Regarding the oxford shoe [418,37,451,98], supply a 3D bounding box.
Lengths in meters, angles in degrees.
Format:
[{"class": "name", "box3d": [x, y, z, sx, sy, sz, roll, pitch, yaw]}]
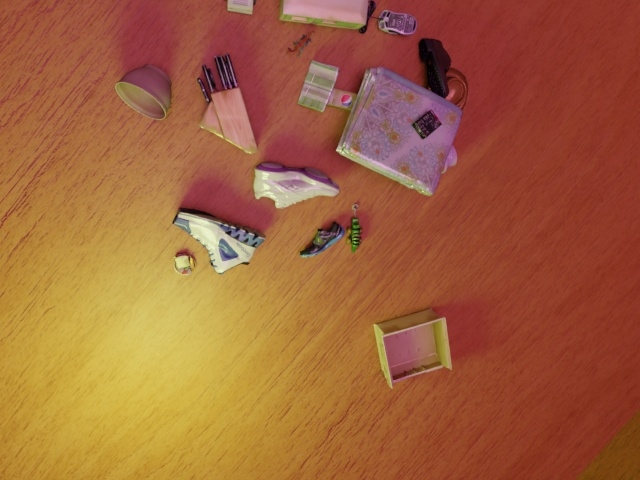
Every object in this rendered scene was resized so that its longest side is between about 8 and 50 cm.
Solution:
[{"class": "oxford shoe", "box3d": [0.414, -0.594, 1.585, 0.096, 0.083, 0.228, -9, 81, -14]}]

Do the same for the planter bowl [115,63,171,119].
[{"class": "planter bowl", "box3d": [-0.526, -0.467, 1.418, 0.162, 0.162, 0.109, 29, 70, -18]}]

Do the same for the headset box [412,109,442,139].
[{"class": "headset box", "box3d": [0.351, -0.382, 1.509, 0.083, 0.032, 0.062, -41, 99, -10]}]

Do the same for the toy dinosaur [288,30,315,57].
[{"class": "toy dinosaur", "box3d": [-0.070, -0.645, 1.509, 0.047, 0.090, 0.082, 42, 61, -4]}]

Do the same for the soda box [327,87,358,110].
[{"class": "soda box", "box3d": [0.107, -0.477, 1.592, 0.181, 0.061, 0.058, 10, 101, -15]}]

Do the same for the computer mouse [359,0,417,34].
[{"class": "computer mouse", "box3d": [0.231, -0.737, 1.564, 0.192, 0.042, 0.106, 10, 97, -9]}]

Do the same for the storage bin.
[{"class": "storage bin", "box3d": [0.372, 0.436, 1.861, 0.262, 0.123, 0.261, -15, 107, -9]}]

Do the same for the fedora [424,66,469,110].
[{"class": "fedora", "box3d": [0.462, -0.520, 1.651, 0.194, 0.079, 0.195, -3, 106, -11]}]

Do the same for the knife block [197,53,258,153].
[{"class": "knife block", "box3d": [-0.281, -0.447, 1.500, 0.275, 0.088, 0.242, 28, 98, -17]}]

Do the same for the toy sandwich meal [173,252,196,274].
[{"class": "toy sandwich meal", "box3d": [-0.479, 0.085, 1.628, 0.085, 0.029, 0.086, -3, 105, -12]}]

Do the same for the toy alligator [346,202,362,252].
[{"class": "toy alligator", "box3d": [0.131, -0.041, 1.718, 0.056, 0.051, 0.190, -2, 105, -13]}]

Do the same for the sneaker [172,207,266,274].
[{"class": "sneaker", "box3d": [-0.361, 0.016, 1.585, 0.315, 0.127, 0.182, 20, 97, -18]}]

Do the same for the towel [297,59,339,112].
[{"class": "towel", "box3d": [-0.009, -0.517, 1.543, 0.113, 0.023, 0.152, 25, 100, 24]}]

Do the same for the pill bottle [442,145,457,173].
[{"class": "pill bottle", "box3d": [0.379, -0.285, 1.674, 0.214, 0.117, 0.117, -16, 107, -8]}]

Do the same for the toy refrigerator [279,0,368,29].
[{"class": "toy refrigerator", "box3d": [0.008, -0.740, 1.480, 0.269, 0.102, 0.094, 2, 104, -14]}]

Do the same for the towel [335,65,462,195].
[{"class": "towel", "box3d": [0.270, -0.368, 1.554, 0.374, 0.090, 0.321, 23, 87, -11]}]

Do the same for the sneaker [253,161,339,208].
[{"class": "sneaker", "box3d": [-0.087, -0.183, 1.618, 0.304, 0.114, 0.152, 9, 116, -10]}]

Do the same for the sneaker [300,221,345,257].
[{"class": "sneaker", "box3d": [0.000, 0.000, 1.702, 0.188, 0.067, 0.078, -36, 88, 0]}]

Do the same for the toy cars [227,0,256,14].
[{"class": "toy cars", "box3d": [-0.169, -0.879, 1.411, 0.394, 0.087, 0.176, -46, 109, 2]}]
